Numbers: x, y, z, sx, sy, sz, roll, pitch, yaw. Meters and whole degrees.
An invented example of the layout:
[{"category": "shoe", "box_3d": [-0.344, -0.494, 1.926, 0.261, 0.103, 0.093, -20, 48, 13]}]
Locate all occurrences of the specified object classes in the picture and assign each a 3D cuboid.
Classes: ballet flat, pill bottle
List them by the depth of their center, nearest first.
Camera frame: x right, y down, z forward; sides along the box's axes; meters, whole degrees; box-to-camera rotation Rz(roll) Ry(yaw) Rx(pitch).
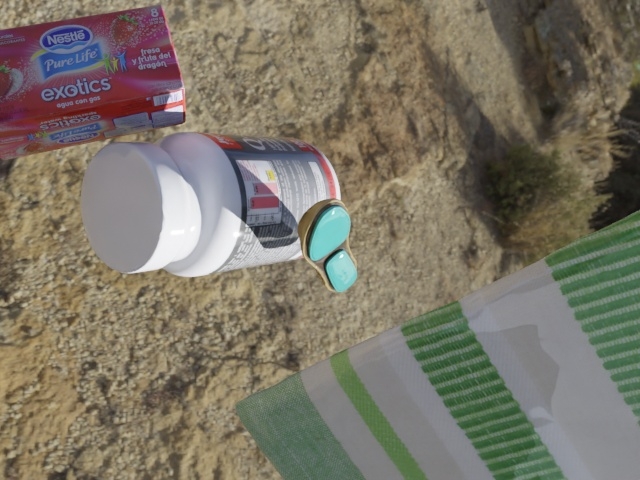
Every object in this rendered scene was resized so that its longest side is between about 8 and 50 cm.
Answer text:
[{"category": "ballet flat", "box_3d": [0.000, 0.000, 0.887, 0.080, 0.073, 0.232, -36, 151, -13]}, {"category": "pill bottle", "box_3d": [-0.150, -0.057, 0.963, 0.363, 0.210, 0.210, -8, 86, -54]}]

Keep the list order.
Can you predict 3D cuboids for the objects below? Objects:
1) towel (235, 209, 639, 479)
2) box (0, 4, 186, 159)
[{"category": "towel", "box_3d": [0.148, 0.124, 0.360, 0.247, 0.325, 0.038, 56, 22, -11]}, {"category": "box", "box_3d": [-0.314, -0.203, 0.831, 0.257, 0.128, 0.122, -15, 83, -13]}]
